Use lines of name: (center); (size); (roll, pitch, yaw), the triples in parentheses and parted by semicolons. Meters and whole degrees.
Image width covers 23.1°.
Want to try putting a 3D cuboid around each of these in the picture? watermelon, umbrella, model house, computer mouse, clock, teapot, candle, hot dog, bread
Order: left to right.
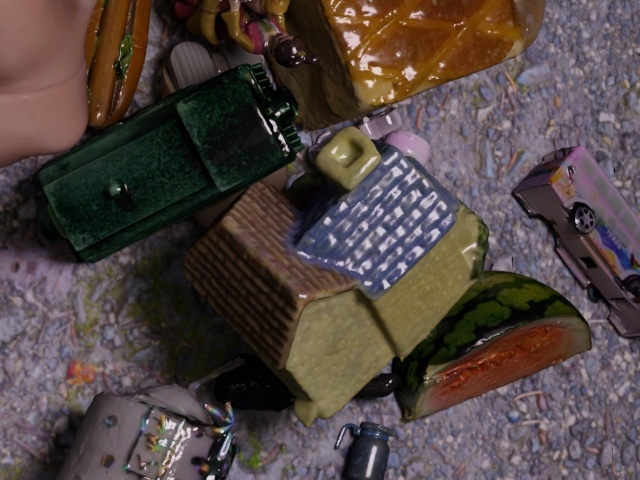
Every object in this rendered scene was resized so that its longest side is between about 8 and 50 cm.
hot dog: (-0.250, -0.250, 1.858); (0.100, 0.068, 0.249); (14, 77, -25)
candle: (-0.193, 0.256, 1.767); (0.187, 0.187, 0.330); (31, 70, -21)
computer mouse: (-0.115, -0.129, 1.908); (0.145, 0.082, 0.236); (-9, 89, -27)
umbrella: (-0.011, 0.180, 1.933); (0.248, 0.071, 0.070); (7, 81, -26)
model house: (0.000, 0.000, 1.781); (0.321, 0.266, 0.261); (-44, 61, -5)
clock: (0.044, -0.130, 1.988); (0.129, 0.087, 0.041); (-33, 103, -28)
teapot: (0.055, 0.271, 1.975); (0.049, 0.064, 0.083); (38, 61, -53)
bread: (0.070, -0.307, 1.955); (0.279, 0.207, 0.279); (-20, 94, -29)
watermelon: (0.238, 0.117, 2.037); (0.303, 0.128, 0.159); (-17, 93, -28)

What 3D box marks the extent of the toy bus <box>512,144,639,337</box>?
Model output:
toy bus: (0.389, 0.002, 2.153); (0.274, 0.090, 0.112); (51, 59, -15)

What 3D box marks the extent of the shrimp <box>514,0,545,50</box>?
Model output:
shrimp: (0.207, -0.395, 2.114); (0.168, 0.077, 0.317); (-26, 99, -25)

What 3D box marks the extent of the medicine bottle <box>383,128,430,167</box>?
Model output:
medicine bottle: (0.073, -0.036, 1.996); (0.115, 0.078, 0.219); (34, 70, -26)

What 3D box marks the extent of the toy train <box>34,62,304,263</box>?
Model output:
toy train: (-0.176, -0.088, 1.765); (0.330, 0.178, 0.138); (-27, 94, 1)

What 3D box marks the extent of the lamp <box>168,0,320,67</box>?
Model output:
lamp: (-0.091, -0.278, 1.844); (0.118, 0.253, 0.118); (-15, 118, -30)

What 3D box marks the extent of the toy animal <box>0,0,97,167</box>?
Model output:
toy animal: (-0.353, -0.209, 1.670); (0.269, 0.326, 0.237); (-38, 62, -1)
